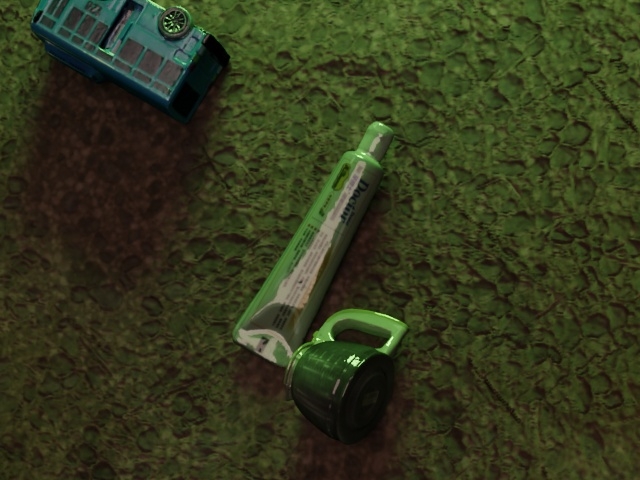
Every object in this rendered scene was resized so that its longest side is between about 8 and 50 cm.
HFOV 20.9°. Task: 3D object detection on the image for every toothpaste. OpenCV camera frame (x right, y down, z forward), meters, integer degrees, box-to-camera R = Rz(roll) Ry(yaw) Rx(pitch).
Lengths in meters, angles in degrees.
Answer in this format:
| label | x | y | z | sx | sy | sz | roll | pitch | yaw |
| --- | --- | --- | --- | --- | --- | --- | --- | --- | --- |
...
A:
| label | x | y | z | sx | sy | sz | roll | pitch | yaw |
| --- | --- | --- | --- | --- | --- | --- | --- | --- | --- |
| toothpaste | 0.000 | 0.000 | 1.681 | 0.067 | 0.037 | 0.255 | 28 | 89 | 9 |

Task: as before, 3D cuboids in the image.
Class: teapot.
| label | x | y | z | sx | sy | sz | roll | pitch | yaw |
| --- | --- | --- | --- | --- | --- | --- | --- | --- | --- |
| teapot | 0.020 | 0.127 | 1.641 | 0.090 | 0.124 | 0.092 | 22 | 125 | 29 |

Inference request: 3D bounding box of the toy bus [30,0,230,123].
| label | x | y | z | sx | sy | sz | roll | pitch | yaw |
| --- | --- | --- | --- | --- | --- | --- | --- | --- | --- |
| toy bus | -0.194 | -0.201 | 1.729 | 0.184 | 0.090 | 0.106 | 30 | 88 | 14 |
